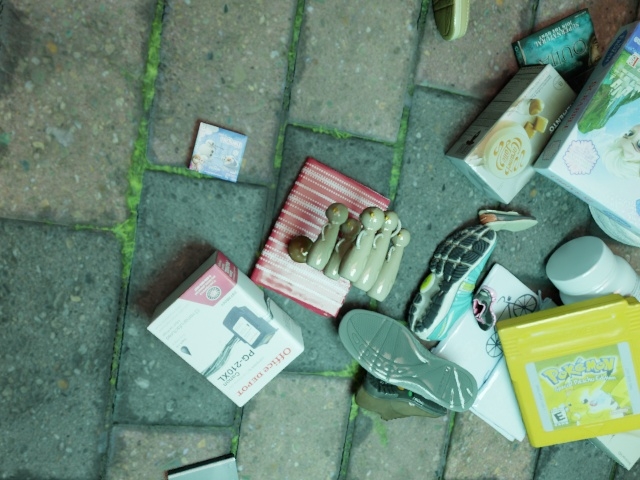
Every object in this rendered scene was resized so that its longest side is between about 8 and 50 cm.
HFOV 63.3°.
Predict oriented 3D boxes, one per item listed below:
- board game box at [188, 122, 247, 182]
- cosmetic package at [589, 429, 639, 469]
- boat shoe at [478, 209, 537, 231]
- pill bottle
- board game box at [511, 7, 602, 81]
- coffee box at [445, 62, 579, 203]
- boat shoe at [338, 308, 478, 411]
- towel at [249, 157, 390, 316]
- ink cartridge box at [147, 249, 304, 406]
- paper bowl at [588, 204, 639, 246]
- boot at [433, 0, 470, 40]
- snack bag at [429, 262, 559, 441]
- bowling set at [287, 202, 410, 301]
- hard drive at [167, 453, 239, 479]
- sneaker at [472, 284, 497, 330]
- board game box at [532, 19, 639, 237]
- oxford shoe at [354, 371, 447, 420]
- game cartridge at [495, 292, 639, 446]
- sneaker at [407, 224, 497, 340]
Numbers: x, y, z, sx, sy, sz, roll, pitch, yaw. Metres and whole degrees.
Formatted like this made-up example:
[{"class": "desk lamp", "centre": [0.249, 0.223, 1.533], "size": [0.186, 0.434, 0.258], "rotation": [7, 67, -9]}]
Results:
[{"class": "board game box", "centre": [-0.191, -0.164, 0.970], "size": [0.090, 0.020, 0.090], "rotation": [14, 94, -16]}, {"class": "cosmetic package", "centre": [0.764, 0.372, 1.262], "size": [0.160, 0.113, 0.309], "rotation": [42, 86, -17]}, {"class": "boat shoe", "centre": [0.411, -0.047, 1.137], "size": [0.136, 0.049, 0.043], "rotation": [-2, 60, -14]}, {"class": "pill bottle", "centre": [0.646, 0.132, 1.166], "size": [0.160, 0.160, 0.283], "rotation": [-47, 107, -4]}, {"class": "board game box", "centre": [0.511, -0.401, 1.116], "size": [0.186, 0.026, 0.126], "rotation": [-28, 104, -9]}, {"class": "coffee box", "centre": [0.399, -0.218, 1.064], "size": [0.141, 0.098, 0.246], "rotation": [40, 95, -18]}, {"class": "boat shoe", "centre": [0.172, 0.250, 1.082], "size": [0.320, 0.103, 0.118], "rotation": [29, 74, -6]}, {"class": "towel", "centre": [0.000, 0.000, 1.043], "size": [0.198, 0.031, 0.275], "rotation": [26, 90, -15]}, {"class": "ink cartridge box", "centre": [-0.171, 0.166, 0.976], "size": [0.172, 0.100, 0.237], "rotation": [-43, 107, 5]}, {"class": "paper bowl", "centre": [0.754, -0.120, 1.138], "size": [0.283, 0.148, 0.285], "rotation": [0, 98, -2]}, {"class": "boot", "centre": [0.327, -0.525, 1.015], "size": [0.203, 0.095, 0.262], "rotation": [-3, 95, -16]}, {"class": "snack bag", "centre": [0.431, 0.258, 1.195], "size": [0.342, 0.037, 0.323], "rotation": [38, 88, -17]}, {"class": "bowling set", "centre": [0.042, -0.007, 0.951], "size": [0.199, 0.287, 0.154], "rotation": [22, 83, 19]}, {"class": "hard drive", "centre": [-0.235, 0.499, 1.062], "size": [0.135, 0.022, 0.094], "rotation": [-11, 101, -13]}, {"class": "sneaker", "centre": [0.341, 0.152, 1.104], "size": [0.057, 0.047, 0.120], "rotation": [-36, 131, -30]}, {"class": "board game box", "centre": [0.634, -0.195, 1.008], "size": [0.318, 0.066, 0.318], "rotation": [29, 95, -8]}, {"class": "oxford shoe", "centre": [0.172, 0.348, 1.129], "size": [0.227, 0.083, 0.096], "rotation": [22, 117, -20]}, {"class": "game cartridge", "centre": [0.560, 0.287, 1.123], "size": [0.285, 0.053, 0.324], "rotation": [-17, 109, 15]}, {"class": "sneaker", "centre": [0.288, 0.091, 1.113], "size": [0.109, 0.107, 0.275], "rotation": [29, 95, -37]}]
